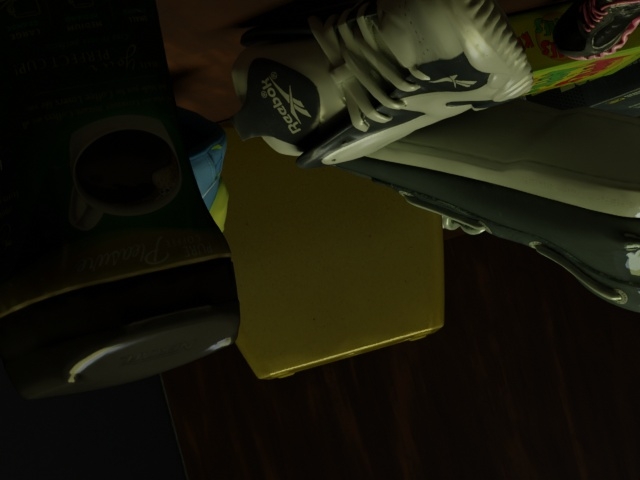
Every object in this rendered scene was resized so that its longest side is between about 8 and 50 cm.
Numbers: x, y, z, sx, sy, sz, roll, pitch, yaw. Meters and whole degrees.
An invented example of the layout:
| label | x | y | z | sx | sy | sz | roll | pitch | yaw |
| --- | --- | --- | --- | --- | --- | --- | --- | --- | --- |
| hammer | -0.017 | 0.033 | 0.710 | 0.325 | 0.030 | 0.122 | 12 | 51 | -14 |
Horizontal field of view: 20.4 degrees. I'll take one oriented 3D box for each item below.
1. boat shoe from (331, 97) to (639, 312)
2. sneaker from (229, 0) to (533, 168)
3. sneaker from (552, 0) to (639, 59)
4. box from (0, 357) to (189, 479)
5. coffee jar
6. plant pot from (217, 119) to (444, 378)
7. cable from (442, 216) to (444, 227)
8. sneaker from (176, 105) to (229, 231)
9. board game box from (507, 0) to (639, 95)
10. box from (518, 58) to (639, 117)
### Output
| label | x | y | z | sx | sy | sz | roll | pitch | yaw |
| --- | --- | --- | --- | --- | --- | --- | --- | --- | --- |
| boat shoe | 0.091 | -0.035 | 1.076 | 0.319 | 0.099 | 0.116 | 18 | -142 | 39 |
| sneaker | 0.022 | -0.091 | 0.951 | 0.153 | 0.094 | 0.235 | -25 | -175 | 1 |
| sneaker | 0.187 | -0.153 | 1.131 | 0.057 | 0.047 | 0.119 | -2 | 159 | -44 |
| box | -0.257 | 0.151 | 1.611 | 0.183 | 0.296 | 0.294 | -14 | 174 | -20 |
| coffee jar | -0.097 | -0.034 | 0.694 | 0.096 | 0.184 | 0.079 | -12 | 173 | -36 |
| plant pot | 0.000 | 0.000 | 1.368 | 0.212 | 0.187 | 0.212 | -17 | 175 | 0 |
| cable | 0.077 | -0.050 | 1.610 | 0.257 | 0.089 | 0.257 | -19 | 174 | 35 |
| sneaker | -0.165 | -0.048 | 1.059 | 0.240 | 0.091 | 0.126 | 0 | 136 | -24 |
| board game box | 0.135 | -0.126 | 1.223 | 0.181 | 0.043 | 0.092 | -14 | 174 | -17 |
| box | 0.253 | -0.136 | 1.400 | 0.233 | 0.059 | 0.183 | -19 | 175 | 30 |
